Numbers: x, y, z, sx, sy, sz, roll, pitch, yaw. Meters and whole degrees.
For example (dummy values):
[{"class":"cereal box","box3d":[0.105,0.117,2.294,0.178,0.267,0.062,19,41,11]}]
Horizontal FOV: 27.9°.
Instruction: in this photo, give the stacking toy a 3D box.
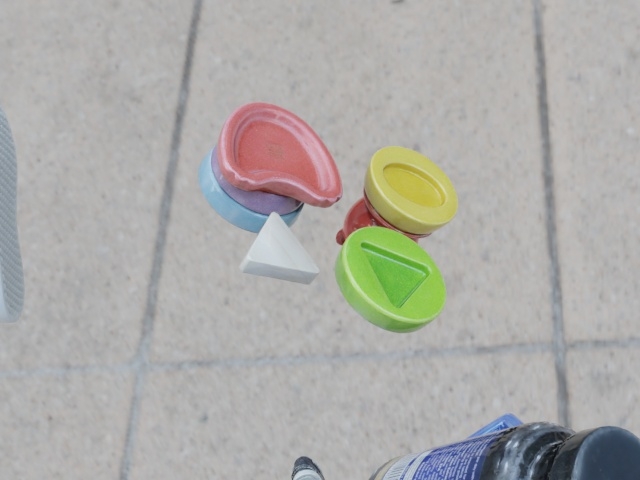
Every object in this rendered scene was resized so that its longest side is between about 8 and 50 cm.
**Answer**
[{"class":"stacking toy","box3d":[0.000,0.000,1.478,0.309,0.130,0.279,19,44,-20]}]

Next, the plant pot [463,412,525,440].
[{"class":"plant pot","box3d":[0.203,0.372,1.440,0.236,0.212,0.236,-35,17,1]}]

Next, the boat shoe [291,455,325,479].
[{"class":"boat shoe","box3d":[-0.006,0.304,1.501,0.046,0.125,0.038,-18,33,5]}]

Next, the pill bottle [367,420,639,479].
[{"class":"pill bottle","box3d":[0.134,0.197,0.923,0.219,0.123,0.122,-26,35,50]}]

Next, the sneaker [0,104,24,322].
[{"class":"sneaker","box3d":[-0.444,-0.036,1.519,0.161,0.282,0.102,4,15,9]}]
